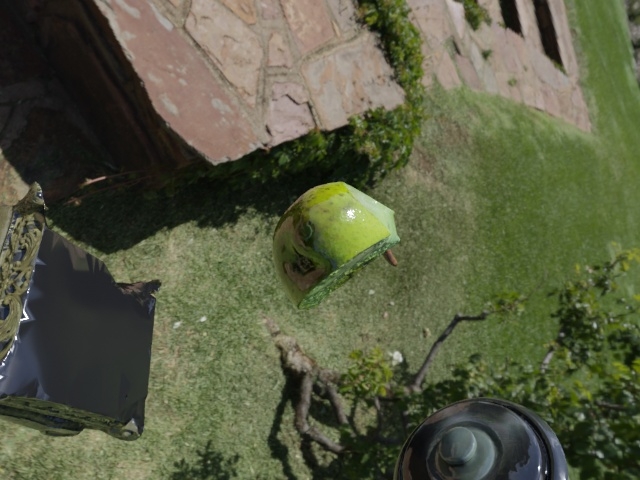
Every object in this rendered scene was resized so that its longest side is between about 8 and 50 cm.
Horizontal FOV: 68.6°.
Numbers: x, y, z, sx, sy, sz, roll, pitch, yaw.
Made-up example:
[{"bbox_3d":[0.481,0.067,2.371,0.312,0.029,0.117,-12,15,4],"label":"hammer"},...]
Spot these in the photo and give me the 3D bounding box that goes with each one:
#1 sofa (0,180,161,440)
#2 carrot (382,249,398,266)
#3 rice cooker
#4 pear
[{"bbox_3d":[-0.302,0.094,0.472,0.258,0.182,0.200,67,14,-59],"label":"sofa"},{"bbox_3d":[0.170,0.017,1.284,0.165,0.036,0.035,52,46,-32],"label":"carrot"},{"bbox_3d":[0.271,0.408,0.745,0.317,0.264,0.316,-4,99,-28],"label":"rice cooker"},{"bbox_3d":[0.000,0.000,0.917,0.176,0.286,0.282,52,12,11],"label":"pear"}]
